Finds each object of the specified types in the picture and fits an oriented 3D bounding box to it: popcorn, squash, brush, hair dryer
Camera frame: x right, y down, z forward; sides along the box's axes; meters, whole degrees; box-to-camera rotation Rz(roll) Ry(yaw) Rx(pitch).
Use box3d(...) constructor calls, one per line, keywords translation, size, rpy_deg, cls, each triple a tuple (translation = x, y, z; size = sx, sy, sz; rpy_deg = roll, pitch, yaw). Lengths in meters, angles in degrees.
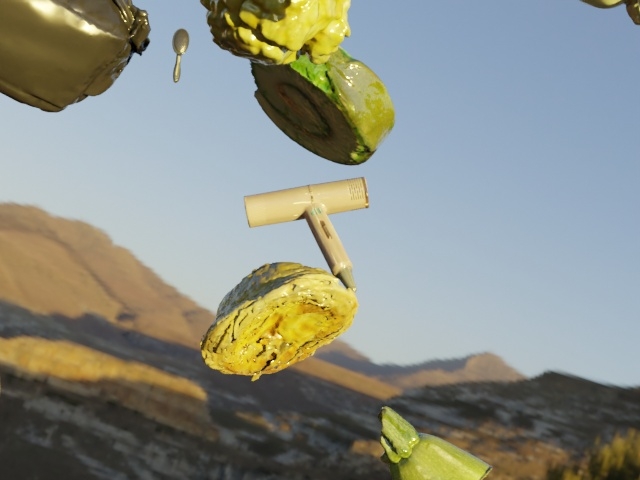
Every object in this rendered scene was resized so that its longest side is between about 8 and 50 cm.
box3d(translation=(-0.073, -0.391, 1.658), size=(0.258, 0.224, 0.270), rpy_deg=(30, 3, 20), cls="popcorn")
box3d(translation=(0.105, 0.243, 1.114), size=(0.132, 0.105, 0.105), rpy_deg=(40, -3, 14), cls="squash")
box3d(translation=(-0.196, -0.257, 1.419), size=(0.024, 0.083, 0.008), rpy_deg=(7, -16, -5), cls="brush")
box3d(translation=(-0.012, 0.004, 1.550), size=(0.195, 0.220, 0.054), rpy_deg=(-9, -39, -1), cls="hair dryer")

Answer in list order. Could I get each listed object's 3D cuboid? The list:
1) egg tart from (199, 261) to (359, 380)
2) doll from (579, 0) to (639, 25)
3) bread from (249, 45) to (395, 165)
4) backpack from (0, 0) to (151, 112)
box3d(translation=(-0.066, 0.109, 1.481), size=(0.231, 0.098, 0.252), rpy_deg=(-3, -36, -26), cls="egg tart")
box3d(translation=(0.372, -0.421, 1.464), size=(0.275, 0.113, 0.155), rpy_deg=(35, -12, 9), cls="doll")
box3d(translation=(-0.006, -0.333, 2.322), size=(0.382, 0.129, 0.366), rpy_deg=(14, -29, 53), cls="bread")
box3d(translation=(-0.435, -0.403, 1.556), size=(0.363, 0.255, 0.446), rpy_deg=(29, 23, -24), cls="backpack")
